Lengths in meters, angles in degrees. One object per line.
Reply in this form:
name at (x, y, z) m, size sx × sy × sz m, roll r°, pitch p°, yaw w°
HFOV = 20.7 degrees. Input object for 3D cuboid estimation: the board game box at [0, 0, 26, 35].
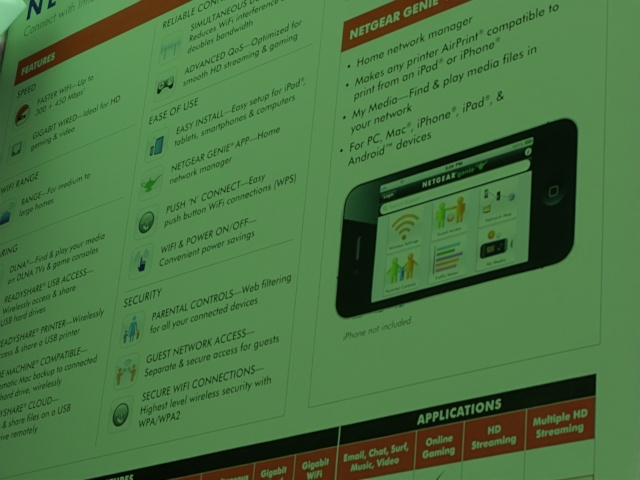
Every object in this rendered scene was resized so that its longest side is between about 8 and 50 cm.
board game box at (-0.217, -0.082, 0.628) m, size 0.160 × 0.039 × 0.211 m, roll 52°, pitch 45°, yaw -23°

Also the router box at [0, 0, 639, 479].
router box at (0.000, 0.000, 0.616) m, size 0.082 × 0.335 × 0.301 m, roll 27°, pitch 59°, yaw -39°
